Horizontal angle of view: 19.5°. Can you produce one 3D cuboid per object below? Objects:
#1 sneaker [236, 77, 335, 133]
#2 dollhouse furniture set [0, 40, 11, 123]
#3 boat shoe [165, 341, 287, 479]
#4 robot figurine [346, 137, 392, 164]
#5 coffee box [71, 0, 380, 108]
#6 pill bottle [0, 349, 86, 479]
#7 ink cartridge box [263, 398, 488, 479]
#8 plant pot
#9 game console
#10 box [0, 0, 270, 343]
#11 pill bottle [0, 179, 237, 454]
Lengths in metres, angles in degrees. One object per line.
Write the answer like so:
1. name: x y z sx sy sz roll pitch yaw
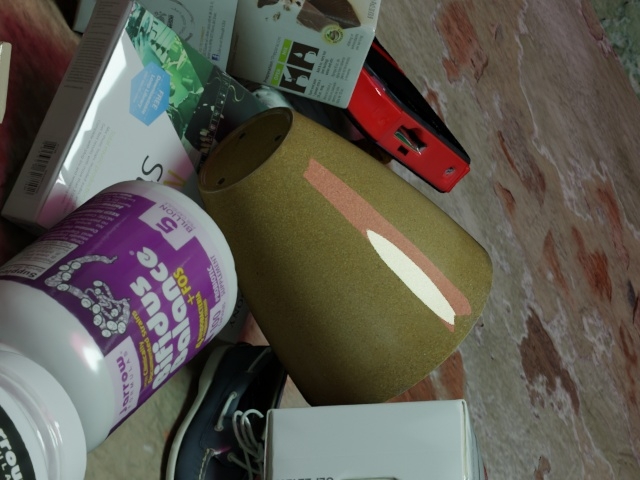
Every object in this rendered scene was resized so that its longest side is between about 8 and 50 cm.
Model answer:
1. sneaker: -0.077 -0.169 2.093 0.169 0.108 0.292 71 17 4
2. dollhouse furniture set: -0.441 -0.298 1.439 0.362 0.256 0.394 5 90 -60
3. boat shoe: -0.085 0.202 1.853 0.095 0.079 0.254 64 28 -32
4. robot figurine: 0.034 0.012 2.172 0.211 0.085 0.291 67 28 -29
5. coffee box: -0.090 -0.268 1.921 0.297 0.119 0.168 15 46 -5
6. pill bottle: -0.302 0.183 1.243 0.334 0.188 0.188 -27 98 -62
7. ink cartridge box: 0.063 0.254 1.865 0.273 0.197 0.114 67 21 -67
8. plant pot: 0.000 0.000 1.825 0.254 0.237 0.237 48 34 -25
9. game console: 0.029 -0.224 2.204 0.342 0.060 0.386 53 9 21
10. box: -0.147 -0.061 1.824 0.322 0.058 0.232 36 72 -50
11. pill bottle: -0.212 0.083 1.573 0.301 0.169 0.169 -44 113 -48
